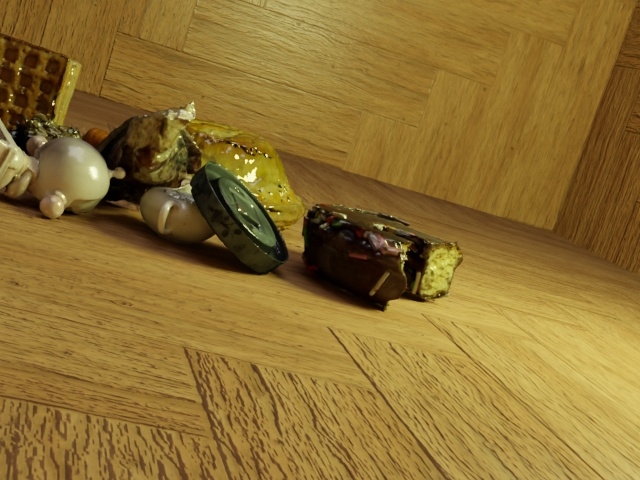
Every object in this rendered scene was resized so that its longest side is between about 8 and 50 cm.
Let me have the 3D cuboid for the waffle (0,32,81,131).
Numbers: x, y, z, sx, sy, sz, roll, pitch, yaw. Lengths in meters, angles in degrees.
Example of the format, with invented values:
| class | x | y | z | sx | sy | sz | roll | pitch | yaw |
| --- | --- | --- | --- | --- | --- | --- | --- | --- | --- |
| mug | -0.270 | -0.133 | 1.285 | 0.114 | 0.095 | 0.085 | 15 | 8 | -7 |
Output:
| class | x | y | z | sx | sy | sz | roll | pitch | yaw |
| --- | --- | --- | --- | --- | --- | --- | --- | --- | --- |
| waffle | -0.704 | -0.347 | 2.218 | 0.307 | 0.213 | 0.091 | 18 | 7 | 3 |

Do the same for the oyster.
| class | x | y | z | sx | sy | sz | roll | pitch | yaw |
| --- | --- | --- | --- | --- | --- | --- | --- | --- | --- |
| oyster | -0.301 | -0.134 | 1.761 | 0.100 | 0.275 | 0.271 | 68 | 10 | 16 |

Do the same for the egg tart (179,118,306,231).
| class | x | y | z | sx | sy | sz | roll | pitch | yaw |
| --- | --- | --- | --- | --- | --- | --- | --- | --- | --- |
| egg tart | -0.231 | -0.153 | 2.097 | 0.443 | 0.178 | 0.443 | 16 | 10 | -3 |

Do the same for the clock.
| class | x | y | z | sx | sy | sz | roll | pitch | yaw |
| --- | --- | --- | --- | --- | --- | --- | --- | --- | --- |
| clock | -0.137 | -0.038 | 1.697 | 0.215 | 0.042 | 0.215 | 49 | 13 | -16 |

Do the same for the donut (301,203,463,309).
| class | x | y | z | sx | sy | sz | roll | pitch | yaw |
| --- | --- | --- | --- | --- | --- | --- | --- | --- | --- |
| donut | 0.091 | 0.023 | 1.837 | 0.259 | 0.136 | 0.345 | 20 | 8 | 23 |

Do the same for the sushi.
| class | x | y | z | sx | sy | sz | roll | pitch | yaw |
| --- | --- | --- | --- | --- | --- | --- | --- | --- | --- |
| sushi | -0.507 | -0.164 | 1.829 | 0.147 | 0.115 | 0.212 | 17 | 10 | -10 |

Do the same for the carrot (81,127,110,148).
| class | x | y | z | sx | sy | sz | roll | pitch | yaw |
| --- | --- | --- | --- | --- | --- | --- | --- | --- | --- |
| carrot | -0.463 | -0.202 | 2.324 | 0.256 | 0.061 | 0.061 | 27 | 13 | 33 |

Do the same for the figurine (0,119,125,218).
| class | x | y | z | sx | sy | sz | roll | pitch | yaw |
| --- | --- | --- | --- | --- | --- | --- | --- | --- | --- |
| figurine | -0.448 | -0.122 | 1.629 | 0.256 | 0.145 | 0.182 | 14 | 6 | -41 |

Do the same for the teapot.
| class | x | y | z | sx | sy | sz | roll | pitch | yaw |
| --- | --- | --- | --- | --- | --- | --- | --- | --- | --- |
| teapot | -0.239 | -0.043 | 1.707 | 0.145 | 0.092 | 0.226 | 16 | 10 | 3 |
